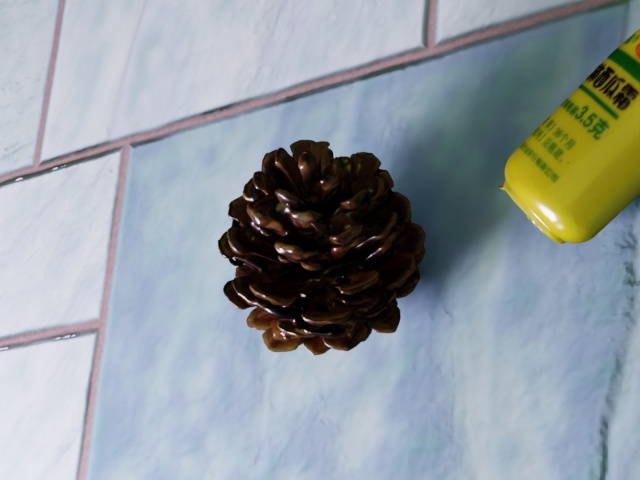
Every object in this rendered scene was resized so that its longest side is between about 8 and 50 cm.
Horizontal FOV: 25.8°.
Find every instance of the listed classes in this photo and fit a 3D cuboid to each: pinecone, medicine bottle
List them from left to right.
[{"bbox_3d":[0.000,0.000,1.051,0.173,0.173,0.174,-18,60,34],"label":"pinecone"},{"bbox_3d":[0.252,-0.125,0.950,0.309,0.076,0.111,-46,27,10],"label":"medicine bottle"}]
